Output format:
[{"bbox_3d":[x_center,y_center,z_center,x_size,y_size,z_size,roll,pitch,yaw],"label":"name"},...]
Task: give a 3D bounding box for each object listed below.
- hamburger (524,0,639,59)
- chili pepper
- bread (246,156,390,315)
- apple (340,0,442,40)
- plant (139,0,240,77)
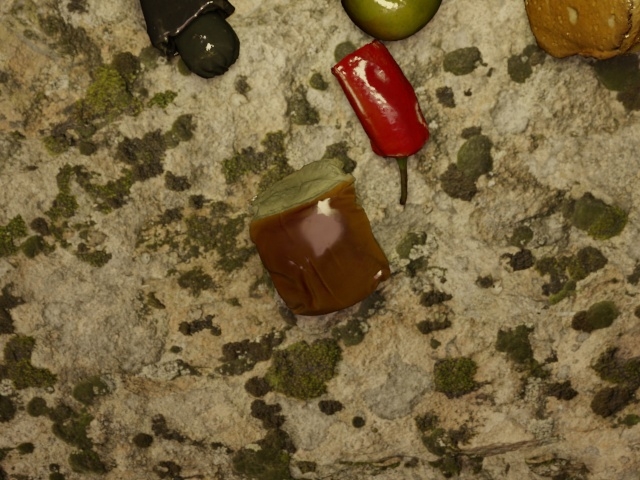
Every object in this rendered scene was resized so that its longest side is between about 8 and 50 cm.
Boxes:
[{"bbox_3d":[0.484,-0.465,1.081,0.174,0.304,0.284,-17,115,-3],"label":"hamburger"},{"bbox_3d":[0.153,-0.234,1.247,0.131,0.134,0.338,-28,103,7],"label":"chili pepper"},{"bbox_3d":[0.000,0.000,1.278,0.250,0.225,0.279,-25,109,10],"label":"bread"},{"bbox_3d":[0.135,-0.472,1.158,0.197,0.157,0.196,0,92,4],"label":"apple"},{"bbox_3d":[-0.260,-0.439,1.197,0.164,0.142,0.256,-34,99,10],"label":"plant"}]
